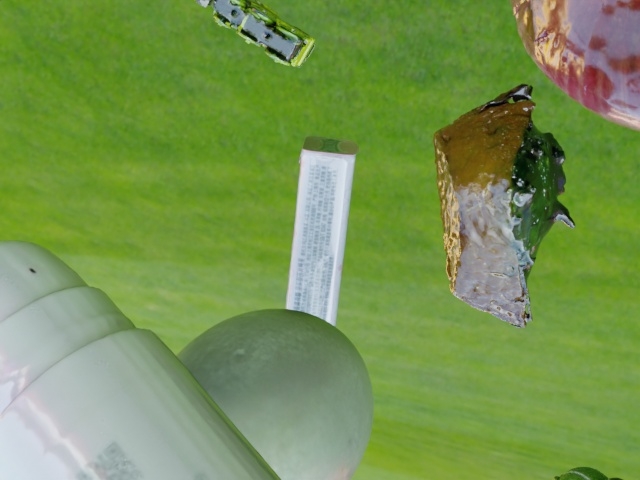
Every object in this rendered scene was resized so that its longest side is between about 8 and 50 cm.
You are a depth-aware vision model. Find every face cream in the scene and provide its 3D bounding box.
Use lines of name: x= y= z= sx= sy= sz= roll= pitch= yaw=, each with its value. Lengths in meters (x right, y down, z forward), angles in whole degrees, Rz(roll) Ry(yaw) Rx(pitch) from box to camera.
face cream: x=-0.059 y=0.134 z=0.407 sx=0.345 sy=0.102 sz=0.102 roll=46 pitch=170 yaw=19

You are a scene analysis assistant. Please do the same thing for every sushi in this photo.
sushi: x=0.213 y=-0.037 z=1.072 sx=0.140 sy=0.287 sz=0.149 roll=-6 pitch=177 yaw=-9

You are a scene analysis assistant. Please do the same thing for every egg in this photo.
egg: x=-0.074 y=0.220 z=1.129 sx=0.259 sy=0.352 sz=0.258 roll=13 pitch=121 yaw=23

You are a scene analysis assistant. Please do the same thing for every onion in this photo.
onion: x=0.358 y=-0.286 z=0.916 sx=0.354 sy=0.353 sz=0.353 roll=16 pitch=161 yaw=5

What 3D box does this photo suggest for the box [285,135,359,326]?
box: x=0.000 y=0.000 z=1.740 sx=0.112 sy=0.369 sz=0.190 roll=6 pitch=-164 yaw=2

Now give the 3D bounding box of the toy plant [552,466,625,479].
toy plant: x=0.401 y=0.379 z=1.323 sx=0.093 sy=0.092 sz=0.162 roll=33 pitch=167 yaw=-38

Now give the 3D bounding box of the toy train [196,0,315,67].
toy train: x=-0.123 y=-0.310 z=1.196 sx=0.250 sy=0.053 sz=0.085 roll=36 pitch=-163 yaw=5
